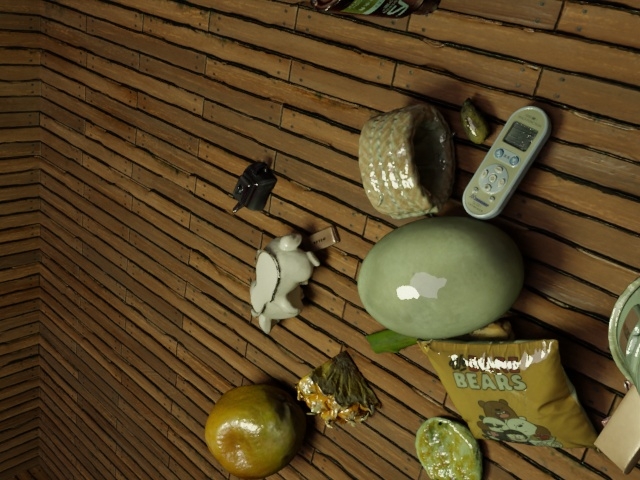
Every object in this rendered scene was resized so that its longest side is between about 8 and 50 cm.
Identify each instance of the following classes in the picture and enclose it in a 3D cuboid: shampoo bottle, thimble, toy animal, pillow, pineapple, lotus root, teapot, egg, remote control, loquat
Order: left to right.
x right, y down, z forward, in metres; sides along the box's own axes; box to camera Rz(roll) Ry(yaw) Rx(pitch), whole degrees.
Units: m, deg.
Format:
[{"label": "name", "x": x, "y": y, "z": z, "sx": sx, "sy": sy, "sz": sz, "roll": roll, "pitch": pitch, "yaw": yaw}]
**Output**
[{"label": "teapot", "x": -0.200, "y": -0.147, "z": 1.782, "sx": 0.087, "sy": 0.096, "sz": 0.177, "roll": 47, "pitch": 127, "yaw": 23}, {"label": "loquat", "x": -0.185, "y": 0.544, "z": 1.845, "sx": 0.284, "sy": 0.276, "sz": 0.276, "roll": -40, "pitch": 73, "yaw": 21}, {"label": "toy animal", "x": -0.119, "y": 0.121, "z": 1.743, "sx": 0.325, "sy": 0.154, "sz": 0.208, "roll": -43, "pitch": 62, "yaw": 47}, {"label": "pineapple", "x": 0.042, "y": 0.389, "z": 1.674, "sx": 0.236, "sy": 0.186, "sz": 0.114, "roll": 35, "pitch": 129, "yaw": -22}, {"label": "shampoo bottle", "x": 0.123, "y": -0.492, "z": 1.251, "sx": 0.129, "sy": 0.323, "sz": 0.084, "roll": -39, "pitch": 74, "yaw": 39}, {"label": "thimble", "x": 0.188, "y": -0.171, "z": 1.356, "sx": 0.148, "sy": 0.196, "sz": 0.229, "roll": -9, "pitch": 68, "yaw": 45}, {"label": "egg", "x": 0.245, "y": 0.077, "z": 1.327, "sx": 0.352, "sy": 0.258, "sz": 0.258, "roll": -12, "pitch": 93, "yaw": 35}, {"label": "lotus root", "x": 0.318, "y": -0.248, "z": 1.323, "sx": 0.049, "sy": 0.054, "sz": 0.099, "roll": -24, "pitch": 85, "yaw": 22}, {"label": "remote control", "x": 0.370, "y": -0.151, "z": 1.259, "sx": 0.087, "sy": 0.047, "sz": 0.244, "roll": 39, "pitch": 102, "yaw": 39}, {"label": "pillow", "x": 0.393, "y": 0.319, "z": 1.326, "sx": 0.310, "sy": 0.119, "sz": 0.312, "roll": -8, "pitch": 120, "yaw": 45}]

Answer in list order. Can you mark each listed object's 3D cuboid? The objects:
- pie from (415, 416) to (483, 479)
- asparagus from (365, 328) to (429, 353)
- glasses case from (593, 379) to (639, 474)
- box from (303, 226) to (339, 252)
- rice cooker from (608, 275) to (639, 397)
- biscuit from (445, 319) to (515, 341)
[{"label": "pie", "x": 0.311, "y": 0.512, "z": 1.531, "sx": 0.187, "sy": 0.041, "sz": 0.187, "roll": 11, "pitch": 108, "yaw": 39}, {"label": "asparagus", "x": 0.211, "y": 0.227, "z": 1.534, "sx": 0.277, "sy": 0.060, "sz": 0.067, "roll": -29, "pitch": 69, "yaw": 42}, {"label": "glasses case", "x": 0.603, "y": 0.337, "z": 1.212, "sx": 0.102, "sy": 0.070, "sz": 0.193, "roll": 47, "pitch": 124, "yaw": 48}, {"label": "box", "x": 0.000, "y": 0.000, "z": 1.690, "sx": 0.115, "sy": 0.025, "sz": 0.048, "roll": -21, "pitch": 88, "yaw": 42}, {"label": "rice cooker", "x": 0.614, "y": 0.174, "z": 1.011, "sx": 0.264, "sy": 0.316, "sz": 0.317, "roll": 11, "pitch": 110, "yaw": 13}, {"label": "biscuit", "x": 0.355, "y": 0.221, "z": 1.394, "sx": 0.118, "sy": 0.061, "sz": 0.183, "roll": 42, "pitch": 138, "yaw": -13}]
